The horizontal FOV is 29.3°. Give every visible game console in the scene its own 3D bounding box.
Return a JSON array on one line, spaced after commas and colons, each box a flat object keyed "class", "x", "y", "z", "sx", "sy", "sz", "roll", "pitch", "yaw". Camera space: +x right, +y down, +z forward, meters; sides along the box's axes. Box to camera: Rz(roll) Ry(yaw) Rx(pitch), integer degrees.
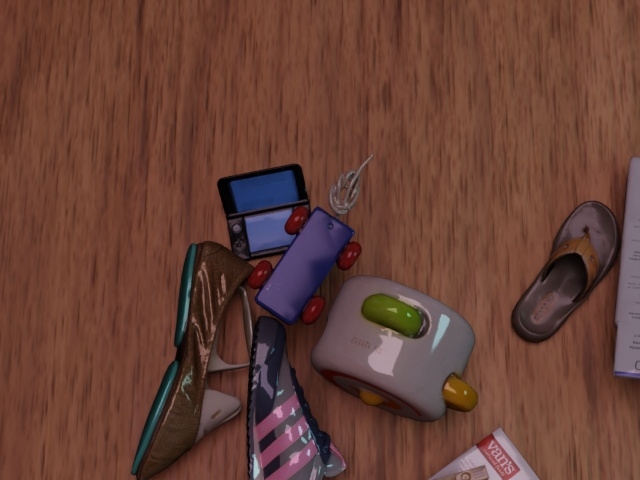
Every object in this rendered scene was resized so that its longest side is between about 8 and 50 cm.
[{"class": "game console", "x": -0.075, "y": -0.038, "z": 1.725, "sx": 0.122, "sy": 0.071, "sz": 0.107, "roll": -11, "pitch": 72, "yaw": 2}]

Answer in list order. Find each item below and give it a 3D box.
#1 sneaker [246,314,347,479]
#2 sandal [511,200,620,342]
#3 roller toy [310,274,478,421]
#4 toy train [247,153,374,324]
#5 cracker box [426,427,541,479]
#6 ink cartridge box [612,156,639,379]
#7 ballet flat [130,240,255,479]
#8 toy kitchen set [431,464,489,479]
[{"class": "sneaker", "x": -0.032, "y": 0.256, "z": 1.608, "sx": 0.131, "sy": 0.112, "sz": 0.319, "roll": -2, "pitch": 88, "yaw": -4}, {"class": "sandal", "x": 0.336, "y": 0.040, "z": 1.670, "sx": 0.090, "sy": 0.060, "sz": 0.219, "roll": 37, "pitch": 80, "yaw": 14}, {"class": "roller toy", "x": 0.093, "y": 0.148, "z": 1.592, "sx": 0.209, "sy": 0.191, "sz": 0.146, "roll": 34, "pitch": 74, "yaw": -29}, {"class": "toy train", "x": 0.000, "y": 0.000, "z": 1.665, "sx": 0.105, "sy": 0.143, "sz": 0.248, "roll": 34, "pitch": 81, "yaw": -1}, {"class": "cracker box", "x": 0.186, "y": 0.373, "z": 1.578, "sx": 0.232, "sy": 0.067, "sz": 0.156, "roll": -35, "pitch": 73, "yaw": -6}, {"class": "ink cartridge box", "x": 0.555, "y": 0.053, "z": 1.601, "sx": 0.324, "sy": 0.071, "sz": 0.330, "roll": 6, "pitch": 65, "yaw": 13}, {"class": "ballet flat", "x": -0.157, "y": 0.170, "z": 1.663, "sx": 0.124, "sy": 0.116, "sz": 0.343, "roll": 16, "pitch": 70, "yaw": -10}, {"class": "toy kitchen set", "x": 0.181, "y": 0.328, "z": 1.521, "sx": 0.075, "sy": 0.068, "sz": 0.083, "roll": -17, "pitch": 71, "yaw": 1}]
